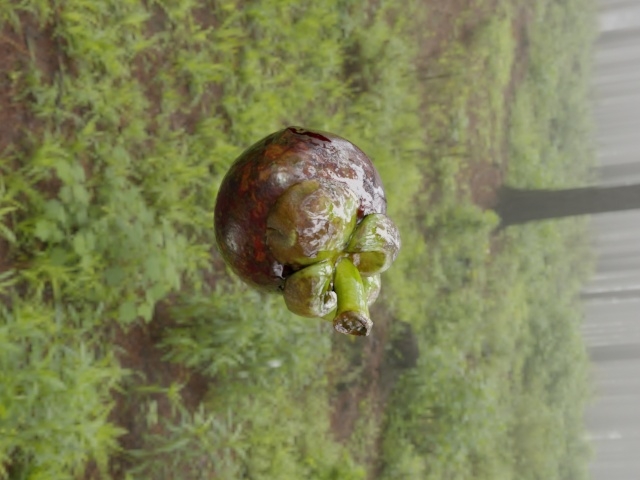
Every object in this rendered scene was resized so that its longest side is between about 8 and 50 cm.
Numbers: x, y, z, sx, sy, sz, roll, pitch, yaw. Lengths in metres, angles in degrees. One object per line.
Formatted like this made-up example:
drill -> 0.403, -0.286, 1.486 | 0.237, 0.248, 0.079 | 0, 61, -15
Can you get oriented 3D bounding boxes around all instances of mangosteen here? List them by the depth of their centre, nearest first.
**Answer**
mangosteen -> 0.003, -0.012, 0.800 | 0.156, 0.181, 0.146 | 27, 91, -49
